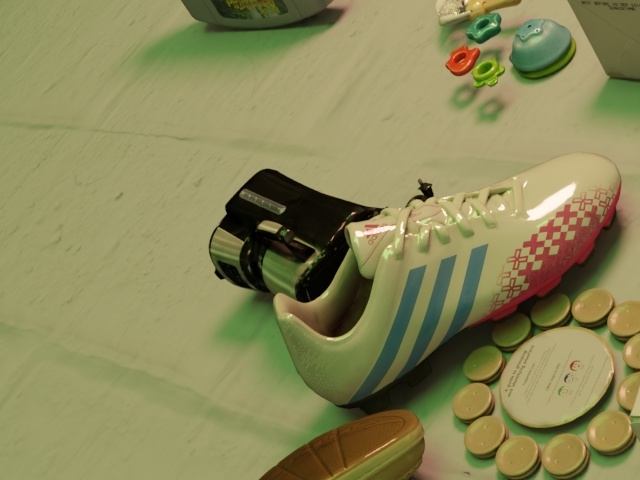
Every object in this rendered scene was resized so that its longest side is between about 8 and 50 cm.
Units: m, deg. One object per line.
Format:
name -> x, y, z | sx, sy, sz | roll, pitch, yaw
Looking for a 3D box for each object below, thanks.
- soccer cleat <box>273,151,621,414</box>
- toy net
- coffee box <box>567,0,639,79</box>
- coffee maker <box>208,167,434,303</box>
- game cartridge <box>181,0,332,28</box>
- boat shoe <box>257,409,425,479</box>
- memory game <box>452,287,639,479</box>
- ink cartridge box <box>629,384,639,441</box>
soccer cleat -> 0.108, 0.010, 1.015 | 0.331, 0.143, 0.116 | -39, 25, -1
toy net -> 0.180, -0.229, 1.317 | 0.122, 0.045, 0.232 | -39, 34, 2
coffee box -> 0.396, -0.293, 1.135 | 0.168, 0.119, 0.297 | 18, 63, 50
coffee maker -> 0.000, 0.000, 1.174 | 0.171, 0.120, 0.178 | -27, 31, -26
game cartridge -> -0.111, -0.374, 1.588 | 0.294, 0.196, 0.060 | 6, 54, 45
boat shoe -> -0.026, 0.242, 0.950 | 0.285, 0.089, 0.104 | -35, 10, -1
memory game -> 0.191, 0.113, 0.955 | 0.186, 0.012, 0.186 | -23, 39, 20
ink cartridge box -> 0.273, 0.097, 0.829 | 0.056, 0.099, 0.135 | 0, 51, 39
